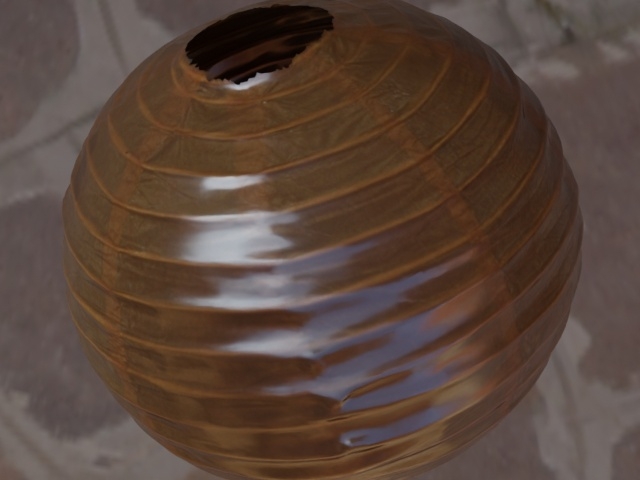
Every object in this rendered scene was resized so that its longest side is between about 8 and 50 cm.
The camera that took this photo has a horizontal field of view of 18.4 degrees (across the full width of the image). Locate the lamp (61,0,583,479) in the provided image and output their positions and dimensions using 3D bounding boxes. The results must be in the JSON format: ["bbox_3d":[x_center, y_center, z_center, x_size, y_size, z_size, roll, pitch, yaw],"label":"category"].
[{"bbox_3d":[0.000,0.000,0.516,0.136,0.136,0.136,0,115,0],"label":"lamp"}]
